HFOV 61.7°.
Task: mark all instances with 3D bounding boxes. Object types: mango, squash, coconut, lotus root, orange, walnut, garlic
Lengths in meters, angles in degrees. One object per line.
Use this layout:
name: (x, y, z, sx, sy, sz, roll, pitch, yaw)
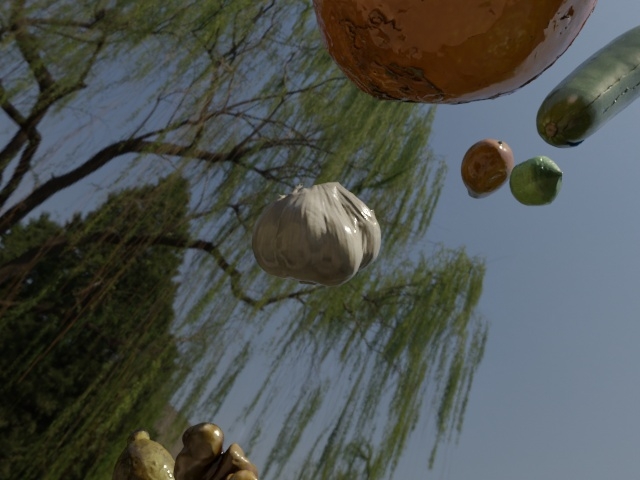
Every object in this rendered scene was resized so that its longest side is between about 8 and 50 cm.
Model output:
mango: (0.353, -0.148, 1.125, 0.115, 0.089, 0.165, -36, -33, 9)
squash: (0.402, -0.223, 0.730, 0.094, 0.341, 0.094, 41, -23, 22)
coconut: (0.381, -0.104, 0.939, 0.088, 0.087, 0.096, 46, -30, -22)
lotus root: (-0.346, 0.479, 1.062, 0.214, 0.139, 0.138, 57, -27, 29)
orange: (0.110, -0.235, 0.457, 0.246, 0.246, 0.246, 17, -39, 14)
walnut: (-0.093, 0.251, 0.514, 0.143, 0.069, 0.170, 35, -36, 35)
garlic: (0.000, 0.000, 0.914, 0.230, 0.143, 0.177, -5, -70, -11)
